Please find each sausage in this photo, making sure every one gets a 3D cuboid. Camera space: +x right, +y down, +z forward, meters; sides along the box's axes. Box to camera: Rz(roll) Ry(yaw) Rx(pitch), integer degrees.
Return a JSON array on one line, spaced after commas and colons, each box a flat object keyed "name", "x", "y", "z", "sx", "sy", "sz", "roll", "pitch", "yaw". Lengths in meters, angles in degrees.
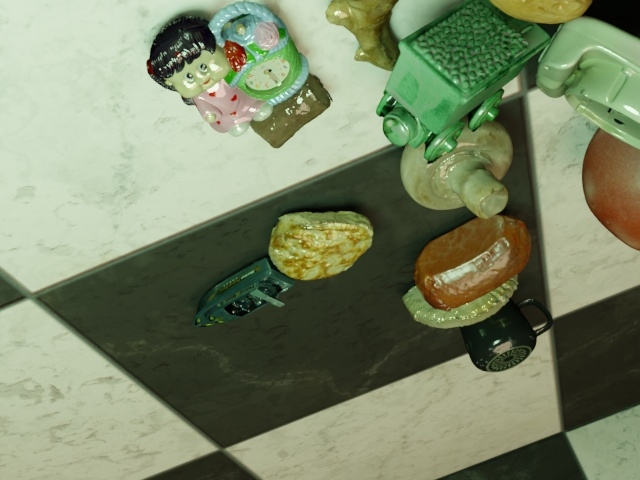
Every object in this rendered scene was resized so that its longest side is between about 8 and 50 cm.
[{"name": "sausage", "x": 0.327, "y": 0.042, "z": 1.842, "sx": 0.268, "sy": 0.153, "sz": 0.141, "roll": -32, "pitch": 139, "yaw": 16}]

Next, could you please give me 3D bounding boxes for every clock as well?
[{"name": "clock", "x": 0.503, "y": -0.226, "z": 1.367, "sx": 0.108, "sy": 0.324, "sz": 0.265, "roll": -58, "pitch": 168, "yaw": 5}, {"name": "clock", "x": -0.134, "y": -0.260, "z": 1.243, "sx": 0.194, "sy": 0.100, "sz": 0.195, "roll": -34, "pitch": 146, "yaw": 14}]

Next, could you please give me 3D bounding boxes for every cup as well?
[{"name": "cup", "x": 0.455, "y": 0.212, "z": 2.125, "sx": 0.223, "sy": 0.176, "sz": 0.169, "roll": -26, "pitch": 144, "yaw": 4}]

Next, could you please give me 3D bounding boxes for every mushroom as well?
[{"name": "mushroom", "x": 0.258, "y": -0.125, "z": 1.547, "sx": 0.206, "sy": 0.209, "sz": 0.206, "roll": -36, "pitch": 166, "yaw": -10}]

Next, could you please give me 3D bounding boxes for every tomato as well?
[{"name": "tomato", "x": 0.655, "y": -0.125, "z": 1.621, "sx": 0.321, "sy": 0.321, "sz": 0.321, "roll": -13, "pitch": 146, "yaw": -9}]

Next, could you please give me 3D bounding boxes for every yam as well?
[{"name": "yam", "x": -0.050, "y": -0.208, "z": 1.371, "sx": 0.127, "sy": 0.084, "sz": 0.084, "roll": -39, "pitch": 141, "yaw": 22}]

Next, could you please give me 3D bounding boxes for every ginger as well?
[{"name": "ginger", "x": 0.073, "y": -0.345, "z": 1.237, "sx": 0.148, "sy": 0.081, "sz": 0.333, "roll": -34, "pitch": 158, "yaw": -5}]

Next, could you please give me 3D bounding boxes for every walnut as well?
[{"name": "walnut", "x": 0.330, "y": -0.390, "z": 1.252, "sx": 0.180, "sy": 0.144, "sz": 0.144, "roll": 7, "pitch": 139, "yaw": -19}]

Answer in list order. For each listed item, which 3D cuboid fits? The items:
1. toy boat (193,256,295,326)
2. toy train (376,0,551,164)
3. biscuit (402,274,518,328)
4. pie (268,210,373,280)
[{"name": "toy boat", "x": -0.165, "y": 0.120, "z": 1.759, "sx": 0.246, "sy": 0.103, "sz": 0.093, "roll": -30, "pitch": 146, "yaw": 21}, {"name": "toy train", "x": 0.207, "y": -0.245, "z": 1.327, "sx": 0.266, "sy": 0.145, "sz": 0.202, "roll": -37, "pitch": 165, "yaw": -33}, {"name": "biscuit", "x": 0.337, "y": 0.115, "z": 1.952, "sx": 0.281, "sy": 0.179, "sz": 0.084, "roll": -27, "pitch": 125, "yaw": -1}, {"name": "pie", "x": 0.000, "y": 0.000, "z": 1.683, "sx": 0.205, "sy": 0.084, "sz": 0.179, "roll": -4, "pitch": 142, "yaw": -18}]
